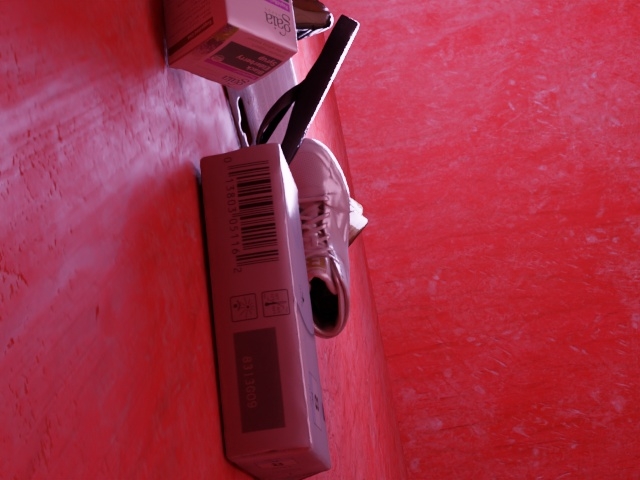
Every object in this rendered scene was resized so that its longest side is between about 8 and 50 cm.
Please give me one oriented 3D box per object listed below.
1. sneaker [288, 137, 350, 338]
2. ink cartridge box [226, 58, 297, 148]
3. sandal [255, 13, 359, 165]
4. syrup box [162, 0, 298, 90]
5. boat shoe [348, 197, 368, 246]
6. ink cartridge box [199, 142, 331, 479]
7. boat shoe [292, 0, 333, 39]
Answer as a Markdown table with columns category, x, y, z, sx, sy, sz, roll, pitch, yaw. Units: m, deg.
| category | x | y | z | sx | sy | sz | roll | pitch | yaw |
| --- | --- | --- | --- | --- | --- | --- | --- | --- | --- |
| sneaker | 0.000 | 0.000 | 1.700 | 0.169 | 0.108 | 0.292 | -92 | 172 | -73 |
| ink cartridge box | -0.094 | -0.200 | 1.509 | 0.224 | 0.056 | 0.181 | -62 | 147 | -50 |
| sandal | -0.031 | -0.171 | 1.418 | 0.254 | 0.054 | 0.097 | -63 | -179 | 16 |
| syrup box | -0.097 | -0.278 | 1.116 | 0.093 | 0.096 | 0.236 | 14 | 59 | -43 |
| boat shoe | 0.025 | -0.037 | 2.165 | 0.089 | 0.104 | 0.285 | 41 | 8 | -9 |
| ink cartridge box | -0.035 | 0.110 | 1.240 | 0.385 | 0.091 | 0.308 | 62 | 19 | -69 |
| boat shoe | -0.071 | -0.286 | 1.331 | 0.324 | 0.123 | 0.119 | -42 | 113 | -74 |
